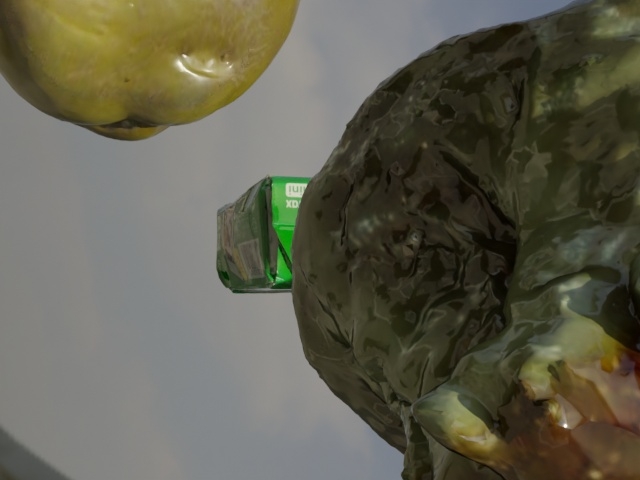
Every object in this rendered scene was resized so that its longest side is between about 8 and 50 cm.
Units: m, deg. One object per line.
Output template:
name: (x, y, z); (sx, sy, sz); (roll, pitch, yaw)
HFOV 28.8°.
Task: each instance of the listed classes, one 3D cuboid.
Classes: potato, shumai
potato: (-0.082, -0.147, 0.561); (0.137, 0.154, 0.200); (30, 55, -82)
shumai: (0.143, 0.069, 0.664); (0.324, 0.397, 0.323); (59, 27, -19)

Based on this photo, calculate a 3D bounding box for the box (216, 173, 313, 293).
box: (0.000, 0.000, 1.217); (0.250, 0.180, 0.103); (168, -77, -75)
